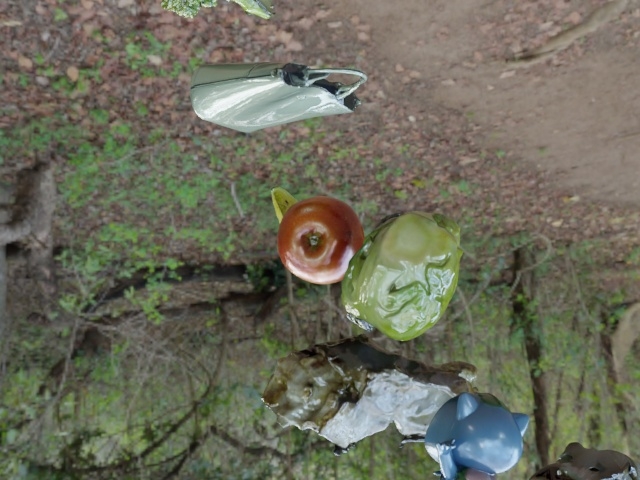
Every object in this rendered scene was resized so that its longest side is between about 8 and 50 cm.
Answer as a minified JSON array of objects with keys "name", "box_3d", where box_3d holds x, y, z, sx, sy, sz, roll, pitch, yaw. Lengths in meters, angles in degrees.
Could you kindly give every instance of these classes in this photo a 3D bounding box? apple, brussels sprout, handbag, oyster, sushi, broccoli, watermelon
[{"name":"apple","box_3d":[0.000,0.000,1.181,0.163,0.164,0.139,-10,-177,20]},{"name":"brussels sprout","box_3d":[0.131,0.046,0.992,0.223,0.161,0.223,-49,177,-4]},{"name":"handbag","box_3d":[-0.059,-0.255,1.162,0.315,0.109,0.241,6,-178,34]},{"name":"oyster","box_3d":[0.082,0.233,0.998,0.336,0.198,0.133,10,127,-1]},{"name":"sushi","box_3d":[0.376,0.421,1.031,0.332,0.130,0.124,-25,-156,-20]},{"name":"broccoli","box_3d":[-0.251,-0.541,1.408,0.180,0.242,0.273,-34,118,23]},{"name":"watermelon","box_3d":[-0.040,-0.017,1.316,0.075,0.182,0.092,-15,157,-9]}]

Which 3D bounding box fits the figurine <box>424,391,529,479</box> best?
[{"name":"figurine","box_3d":[0.164,0.264,0.759,0.114,0.178,0.144,16,164,-6]}]

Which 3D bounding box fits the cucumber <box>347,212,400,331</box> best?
[{"name":"cucumber","box_3d":[0.106,0.059,1.312,0.067,0.245,0.067,14,-176,-1]}]
